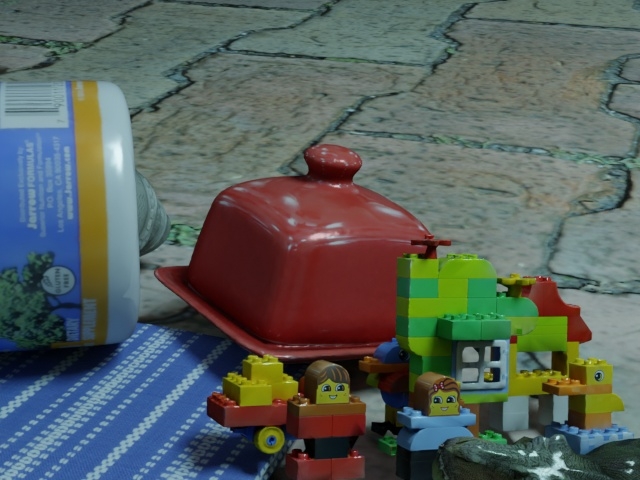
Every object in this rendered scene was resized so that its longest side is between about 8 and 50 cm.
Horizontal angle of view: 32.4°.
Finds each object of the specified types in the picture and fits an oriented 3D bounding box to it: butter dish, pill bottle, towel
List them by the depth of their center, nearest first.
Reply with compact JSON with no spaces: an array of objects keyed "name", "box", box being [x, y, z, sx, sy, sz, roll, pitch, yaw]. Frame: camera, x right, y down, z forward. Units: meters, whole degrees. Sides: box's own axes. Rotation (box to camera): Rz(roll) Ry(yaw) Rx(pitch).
[{"name":"towel","box":[-0.184,0.097,0.591,0.336,0.040,0.243,9,22,16]},{"name":"pill bottle","box":[-0.241,-0.010,0.598,0.272,0.152,0.152,-3,23,-14]},{"name":"butter dish","box":[0.000,0.000,0.672,0.160,0.118,0.160,0,16,-33]}]

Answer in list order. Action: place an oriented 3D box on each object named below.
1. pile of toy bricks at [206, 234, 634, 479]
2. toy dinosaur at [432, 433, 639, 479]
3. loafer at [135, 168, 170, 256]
[{"name":"pile of toy bricks","box":[0.059,0.049,0.534,0.212,0.105,0.118,0,2,-21]},{"name":"toy dinosaur","box":[0.118,0.110,0.450,0.268,0.118,0.064,3,54,-49]},{"name":"loafer","box":[-0.261,-0.026,0.804,0.320,0.112,0.111,9,-11,23]}]
